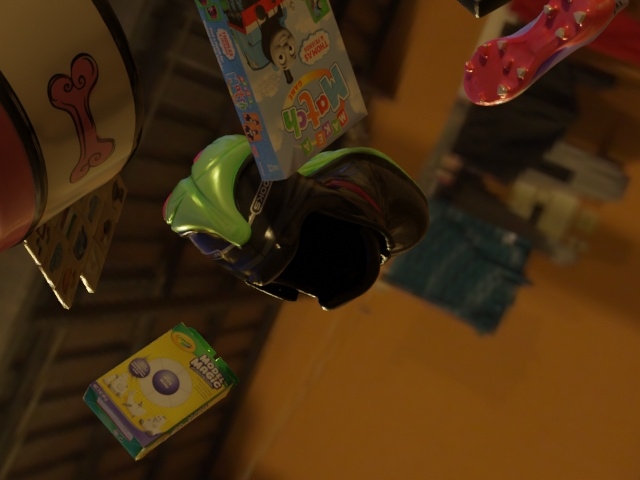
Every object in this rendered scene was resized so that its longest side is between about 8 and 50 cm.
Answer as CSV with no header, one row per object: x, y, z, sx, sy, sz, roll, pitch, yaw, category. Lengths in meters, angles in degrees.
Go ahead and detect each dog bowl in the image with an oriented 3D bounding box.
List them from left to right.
-0.346,-0.141,1.287,0.150,0.408,0.408,-54,-18,-32,dog bowl

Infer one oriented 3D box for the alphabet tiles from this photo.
-0.325,-0.088,2.176,0.342,0.011,0.285,71,-152,-57,alphabet tiles

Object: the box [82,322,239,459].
-0.187,0.177,2.032,0.179,0.105,0.043,-35,-14,-38,box

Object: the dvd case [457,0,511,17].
0.191,-0.318,1.596,0.239,0.179,0.029,-30,-36,-17,dvd case

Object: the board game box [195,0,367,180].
-0.038,-0.189,1.687,0.160,0.039,0.211,-41,-61,-45,board game box

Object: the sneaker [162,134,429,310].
0.000,0.000,1.979,0.185,0.202,0.483,-50,-22,22,sneaker

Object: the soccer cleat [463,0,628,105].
0.273,-0.238,2.054,0.095,0.083,0.248,-8,-21,-39,soccer cleat
